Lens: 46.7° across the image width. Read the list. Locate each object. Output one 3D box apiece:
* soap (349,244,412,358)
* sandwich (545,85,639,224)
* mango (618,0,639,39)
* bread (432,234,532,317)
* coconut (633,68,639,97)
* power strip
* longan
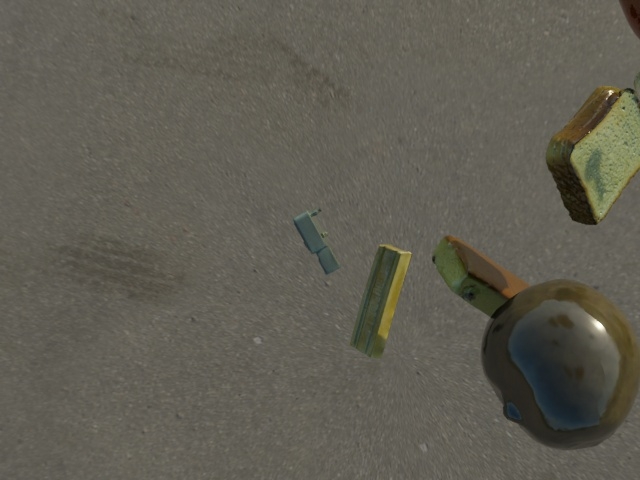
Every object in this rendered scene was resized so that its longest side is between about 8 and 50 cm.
[{"bbox_3d":[0.135,0.135,1.678,0.037,0.092,0.251,13,94,-34],"label":"soap"},{"bbox_3d":[0.506,-0.156,1.333,0.214,0.065,0.186,-47,121,-18],"label":"sandwich"},{"bbox_3d":[0.420,-0.354,0.890,0.129,0.146,0.289,-25,105,-14],"label":"mango"},{"bbox_3d":[0.378,0.113,1.559,0.077,0.361,0.138,-46,35,20],"label":"bread"},{"bbox_3d":[0.781,-0.375,1.676,0.116,0.116,0.122,37,69,10],"label":"coconut"},{"bbox_3d":[0.000,0.000,1.624,0.061,0.215,0.145,-27,93,4],"label":"power strip"},{"bbox_3d":[0.428,0.222,1.318,0.298,0.297,0.297,-1,81,6],"label":"longan"}]
